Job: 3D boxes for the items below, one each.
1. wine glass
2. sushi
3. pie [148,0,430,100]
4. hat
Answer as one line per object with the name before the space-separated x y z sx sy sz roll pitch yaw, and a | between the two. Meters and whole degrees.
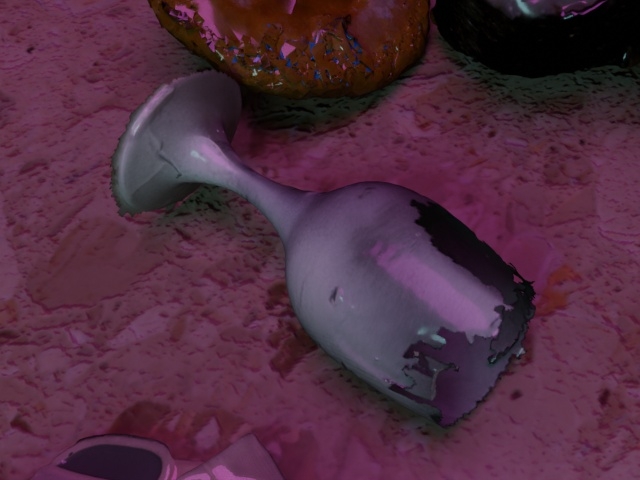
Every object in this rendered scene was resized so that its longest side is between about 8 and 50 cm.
wine glass | 0.000 0.000 0.733 0.321 0.143 0.143 33 65 21
sushi | 0.269 -0.230 0.826 0.348 0.207 0.234 -16 68 1
pie | -0.026 -0.227 0.875 0.273 0.069 0.273 6 65 -13
hat | -0.133 0.210 0.611 0.226 0.219 0.164 -24 89 23
